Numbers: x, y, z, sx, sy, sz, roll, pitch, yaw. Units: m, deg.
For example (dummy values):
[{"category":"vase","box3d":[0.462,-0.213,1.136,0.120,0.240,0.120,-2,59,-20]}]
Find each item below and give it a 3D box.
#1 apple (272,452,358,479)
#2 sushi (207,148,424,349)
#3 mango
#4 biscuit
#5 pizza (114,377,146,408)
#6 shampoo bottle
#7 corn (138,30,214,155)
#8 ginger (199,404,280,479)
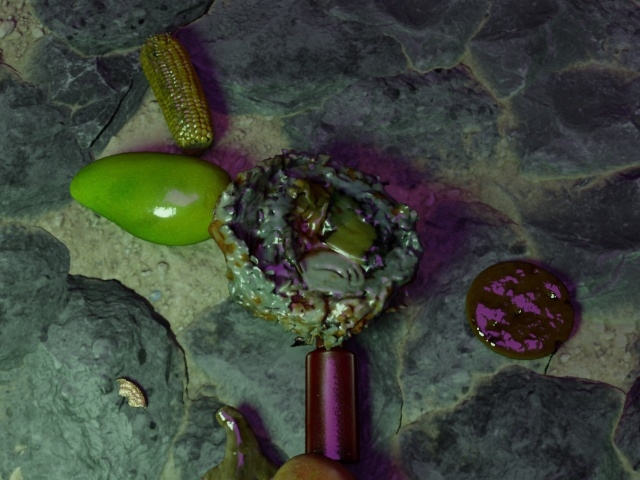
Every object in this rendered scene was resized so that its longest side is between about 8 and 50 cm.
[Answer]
[{"category":"apple","box3d":[-0.011,0.468,1.239,0.164,0.209,0.209,18,68,23]},{"category":"sushi","box3d":[0.004,-0.001,1.397,0.418,0.175,0.417,7,57,-11]},{"category":"mango","box3d":[-0.340,-0.089,1.501,0.343,0.156,0.192,8,60,8]},{"category":"biscuit","box3d":[0.392,0.134,1.460,0.212,0.036,0.212,-1,67,1]},{"category":"pizza","box3d":[-0.363,0.293,1.418,0.083,0.016,0.037,42,73,12]},{"category":"shampoo bottle","box3d":[0.021,0.283,1.389,0.102,0.064,0.260,-1,68,0]},{"category":"corn","box3d":[-0.312,-0.331,1.625,0.115,0.115,0.317,-23,69,-8]},{"category":"ginger","box3d":[-0.156,0.475,1.310,0.166,0.080,0.332,21,62,-7]}]
